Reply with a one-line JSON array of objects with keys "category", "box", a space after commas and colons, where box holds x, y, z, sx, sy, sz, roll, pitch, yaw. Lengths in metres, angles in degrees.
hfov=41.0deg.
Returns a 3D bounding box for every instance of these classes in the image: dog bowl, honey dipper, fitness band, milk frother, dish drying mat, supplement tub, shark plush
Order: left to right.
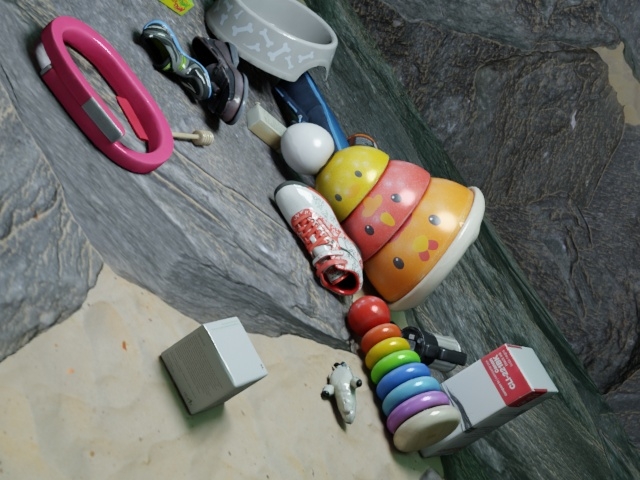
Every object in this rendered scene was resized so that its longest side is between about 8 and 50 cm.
[{"category": "fitness band", "box": [-0.357, -0.241, 1.430, 0.291, 0.054, 0.209, 54, 18, -8]}, {"category": "dish drying mat", "box": [-0.304, -0.196, 1.385, 0.083, 0.008, 0.032, 59, 17, 11]}, {"category": "honey dipper", "box": [-0.255, -0.197, 1.615, 0.030, 0.030, 0.160, 60, 22, 10]}, {"category": "dog bowl", "box": [-0.111, -0.530, 2.149, 0.348, 0.102, 0.349, 25, 29, -15]}, {"category": "shark plush", "box": [0.036, 0.272, 1.582, 0.161, 0.073, 0.067, -127, -164, -69]}, {"category": "supplement tub", "box": [0.107, -0.230, 2.364, 0.106, 0.106, 0.198, 49, 22, -19]}, {"category": "milk frother", "box": [0.234, 0.275, 1.865, 0.134, 0.143, 0.129, 19, 12, -41]}]

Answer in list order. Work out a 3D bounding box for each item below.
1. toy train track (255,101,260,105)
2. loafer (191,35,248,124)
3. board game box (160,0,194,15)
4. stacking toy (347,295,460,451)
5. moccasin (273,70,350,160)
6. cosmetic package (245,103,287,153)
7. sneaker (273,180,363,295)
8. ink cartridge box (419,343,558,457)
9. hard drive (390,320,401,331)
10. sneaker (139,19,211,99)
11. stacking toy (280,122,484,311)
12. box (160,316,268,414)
[{"category": "toy train track", "box": [-0.130, -0.302, 2.073, 0.083, 0.014, 0.048, 57, 20, 2]}, {"category": "loafer", "box": [-0.226, -0.348, 1.835, 0.095, 0.109, 0.302, 21, 30, -27]}, {"category": "board game box", "box": [-0.360, -0.614, 1.980, 0.092, 0.043, 0.181, 25, 37, -54]}, {"category": "stacking toy", "box": [0.148, 0.250, 1.725, 0.141, 0.141, 0.330, 26, 32, -54]}, {"category": "moccasin", "box": [-0.019, -0.287, 2.167, 0.138, 0.117, 0.342, 47, 15, -54]}, {"category": "cosmetic package", "box": [-0.120, -0.258, 1.988, 0.115, 0.041, 0.060, 37, 28, -41]}, {"category": "sneaker", "box": [0.001, 0.000, 1.808, 0.270, 0.090, 0.145, 50, 19, -24]}, {"category": "ink cartridge box", "box": [0.331, 0.336, 1.789, 0.197, 0.273, 0.114, 18, 39, -59]}, {"category": "hard drive", "box": [0.182, 0.254, 1.931, 0.094, 0.022, 0.135, 48, 22, -21]}, {"category": "sneaker", "box": [-0.296, -0.354, 1.729, 0.188, 0.067, 0.078, 50, 42, -21]}, {"category": "stacking toy", "box": [0.101, -0.094, 1.974, 0.480, 0.350, 0.350, 36, 24, -7]}, {"category": "box", "box": [-0.149, 0.175, 1.213, 0.102, 0.087, 0.101, 61, 21, 11]}]
